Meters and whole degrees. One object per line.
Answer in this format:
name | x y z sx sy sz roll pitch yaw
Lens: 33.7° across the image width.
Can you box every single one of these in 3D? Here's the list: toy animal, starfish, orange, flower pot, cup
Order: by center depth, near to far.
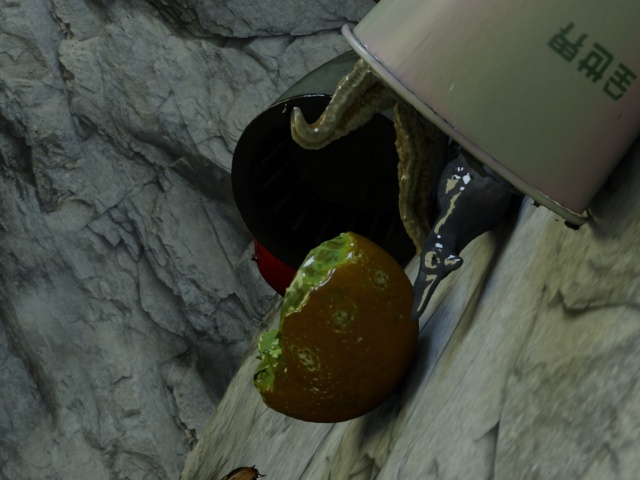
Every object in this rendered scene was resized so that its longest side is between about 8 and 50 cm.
cup | 0.191 -0.186 0.822 0.274 0.253 0.253 -51 7 17
toy animal | 0.176 -0.073 1.128 0.206 0.081 0.367 -55 3 28
orange | 0.024 0.106 1.157 0.179 0.158 0.237 -56 -2 -40
starfish | 0.122 -0.167 1.317 0.432 0.082 0.324 -56 -37 -32
flower pot | 0.058 -0.138 1.598 0.293 0.294 0.330 -56 0 34

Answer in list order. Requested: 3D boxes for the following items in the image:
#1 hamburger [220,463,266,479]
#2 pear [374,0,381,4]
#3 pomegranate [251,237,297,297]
hamburger | -0.103 0.373 1.212 0.231 0.107 0.231 -55 8 11
pear | 0.233 -0.553 1.839 0.418 0.362 0.362 -48 -3 -38
pomegranate | 0.000 0.000 1.774 0.235 0.210 0.210 -35 -6 -25
